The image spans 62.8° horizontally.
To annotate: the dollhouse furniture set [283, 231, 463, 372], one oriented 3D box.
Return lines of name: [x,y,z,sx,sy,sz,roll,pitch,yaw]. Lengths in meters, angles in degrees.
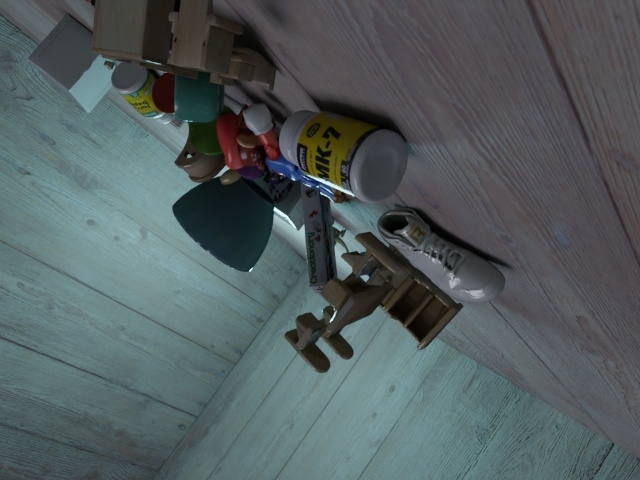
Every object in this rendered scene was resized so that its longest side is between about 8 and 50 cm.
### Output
dollhouse furniture set: [0.176,0.185,1.413,0.256,0.362,0.394,44,-155,21]

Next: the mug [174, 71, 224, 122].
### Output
mug: [-0.249,-0.315,1.086,0.098,0.129,0.158,2,171,-13]

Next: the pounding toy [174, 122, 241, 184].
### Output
pounding toy: [-0.302,-0.230,1.463,0.155,0.154,0.269,51,-165,-49]

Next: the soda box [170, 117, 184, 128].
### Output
soda box: [-0.539,-0.462,1.785,0.183,0.063,0.058,38,173,-15]

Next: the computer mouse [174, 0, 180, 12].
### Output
computer mouse: [-0.363,-0.468,0.878,0.184,0.060,0.262,30,171,37]

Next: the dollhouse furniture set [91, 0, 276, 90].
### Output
dollhouse furniture set: [-0.155,-0.341,0.825,0.304,0.173,0.356,18,-165,28]

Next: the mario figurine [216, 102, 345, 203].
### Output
mario figurine: [-0.071,-0.212,1.135,0.321,0.170,0.198,25,136,5]

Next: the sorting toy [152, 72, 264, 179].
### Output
sorting toy: [-0.262,-0.275,1.315,0.365,0.127,0.126,44,-179,13]

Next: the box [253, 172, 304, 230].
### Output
box: [-0.121,-0.144,1.673,0.181,0.119,0.182,34,173,15]

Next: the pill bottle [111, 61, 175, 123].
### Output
pill bottle: [-0.534,-0.450,1.616,0.118,0.117,0.208,33,173,23]

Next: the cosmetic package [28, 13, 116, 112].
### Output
cosmetic package: [-0.815,-0.581,1.774,0.155,0.196,0.365,38,171,-12]

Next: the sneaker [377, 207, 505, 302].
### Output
sneaker: [0.238,0.026,1.117,0.169,0.108,0.293,37,175,-41]

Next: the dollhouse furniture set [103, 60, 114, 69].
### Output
dollhouse furniture set: [-0.525,-0.499,1.445,0.081,0.090,0.114,21,-177,-45]

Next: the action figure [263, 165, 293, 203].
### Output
action figure: [-0.143,-0.215,1.399,0.185,0.099,0.285,46,173,22]

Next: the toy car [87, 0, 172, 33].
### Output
toy car: [-0.385,-0.450,1.015,0.239,0.053,0.225,27,-169,-27]

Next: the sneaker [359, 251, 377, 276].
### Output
sneaker: [0.196,0.106,1.996,0.091,0.081,0.232,17,163,48]

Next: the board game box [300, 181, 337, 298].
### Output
board game box: [0.000,0.000,1.480,0.053,0.304,0.193,-8,162,10]

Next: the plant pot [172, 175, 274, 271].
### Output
plant pot: [-0.246,-0.078,1.508,0.290,0.195,0.290,42,-171,-8]

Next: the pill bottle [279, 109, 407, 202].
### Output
pill bottle: [0.031,-0.149,0.879,0.209,0.119,0.119,29,171,42]

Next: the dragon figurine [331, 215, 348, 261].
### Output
dragon figurine: [0.008,-0.043,1.879,0.144,0.085,0.289,29,170,47]
